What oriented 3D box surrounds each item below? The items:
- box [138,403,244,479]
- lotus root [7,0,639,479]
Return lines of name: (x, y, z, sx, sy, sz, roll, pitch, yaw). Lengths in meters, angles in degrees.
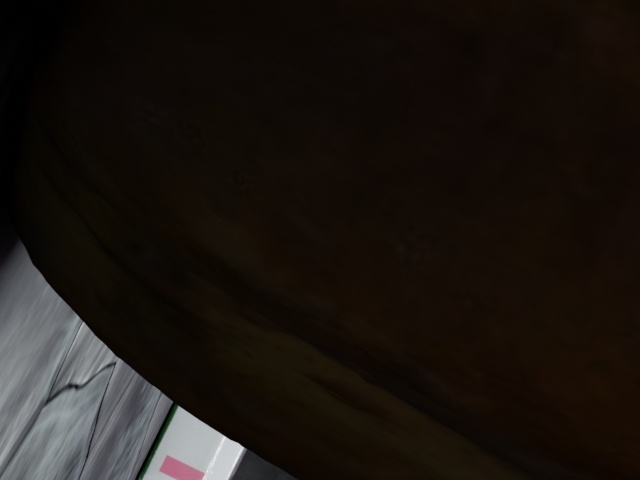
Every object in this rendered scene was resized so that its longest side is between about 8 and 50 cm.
box: (-0.106, 0.186, 1.689, 0.135, 0.081, 0.199, -63, 176, -10)
lotus root: (0.052, -0.065, 0.521, 0.316, 0.250, 0.316, -159, -90, -76)
